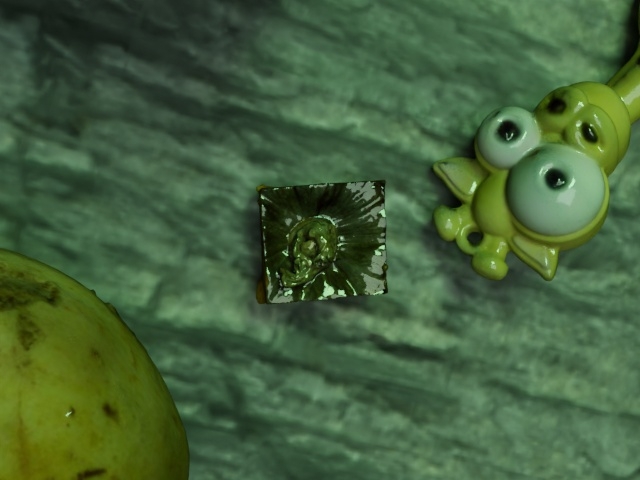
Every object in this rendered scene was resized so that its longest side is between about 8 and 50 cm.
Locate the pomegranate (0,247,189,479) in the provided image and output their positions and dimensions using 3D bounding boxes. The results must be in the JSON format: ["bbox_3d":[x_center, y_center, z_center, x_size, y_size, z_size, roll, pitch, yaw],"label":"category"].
[{"bbox_3d":[-0.197,0.121,0.570,0.260,0.260,0.260,-2,100,-12],"label":"pomegranate"}]

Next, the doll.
[{"bbox_3d":[0.191,-0.091,0.711,0.291,0.086,0.117,-40,65,-2],"label":"doll"}]

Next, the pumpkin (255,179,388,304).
[{"bbox_3d":[0.000,0.000,0.698,0.083,0.054,0.074,-5,96,-7],"label":"pumpkin"}]
